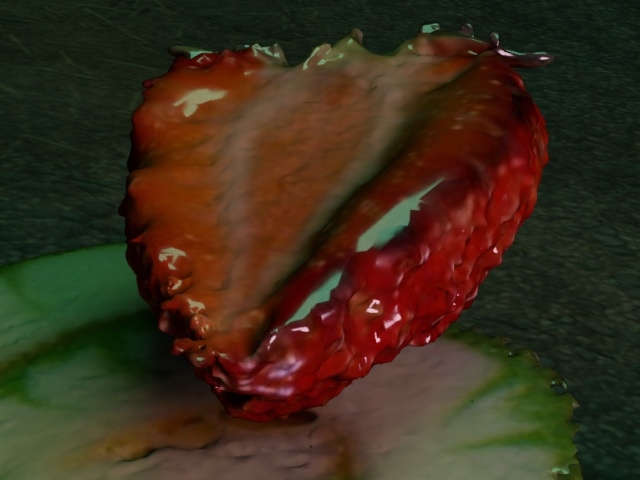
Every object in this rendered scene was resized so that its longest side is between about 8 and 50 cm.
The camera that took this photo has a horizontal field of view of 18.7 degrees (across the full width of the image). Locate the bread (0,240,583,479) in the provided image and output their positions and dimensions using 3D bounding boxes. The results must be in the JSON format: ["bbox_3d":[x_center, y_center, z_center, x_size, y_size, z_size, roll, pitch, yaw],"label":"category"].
[{"bbox_3d":[-0.071,0.132,0.745,0.366,0.129,0.382,-6,29,9],"label":"bread"}]

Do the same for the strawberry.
[{"bbox_3d":[0.015,0.001,0.725,0.174,0.098,0.228,-9,30,1],"label":"strawberry"}]
